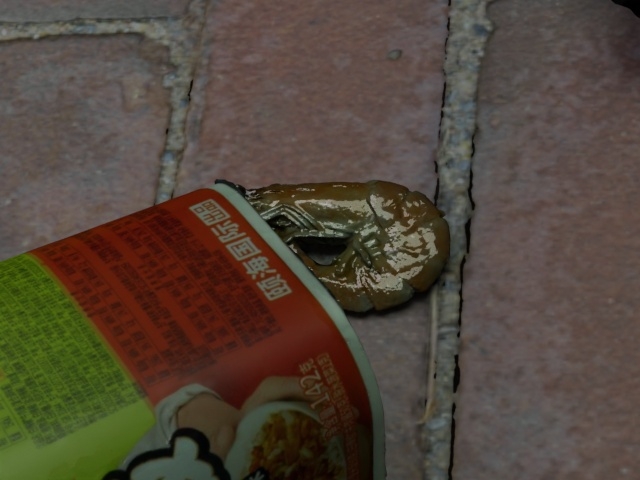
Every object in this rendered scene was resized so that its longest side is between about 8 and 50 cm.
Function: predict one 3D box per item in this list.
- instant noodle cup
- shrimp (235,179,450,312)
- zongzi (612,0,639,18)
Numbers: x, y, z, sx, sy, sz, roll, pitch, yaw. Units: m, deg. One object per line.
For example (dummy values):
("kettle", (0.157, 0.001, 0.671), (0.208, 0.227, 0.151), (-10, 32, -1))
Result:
("instant noodle cup", (-0.141, 0.130, 1.120), (0.308, 0.294, 0.294), (-26, 51, -22))
("shrimp", (0.000, 0.000, 1.343), (0.180, 0.041, 0.099), (10, 67, 15))
("zongzi", (0.335, -0.274, 1.232), (0.403, 0.432, 0.208), (-17, 77, 18))
